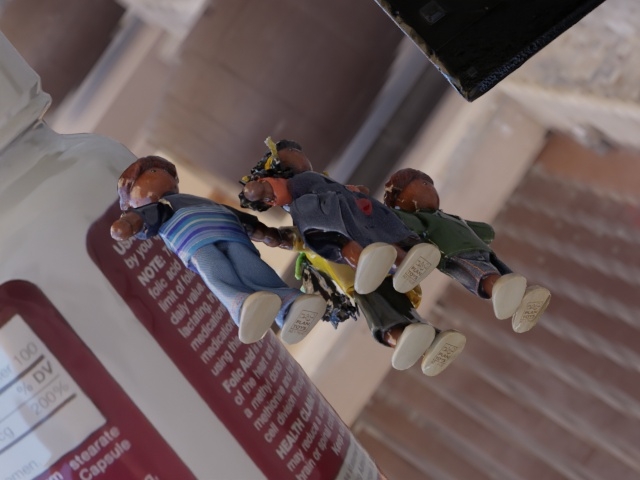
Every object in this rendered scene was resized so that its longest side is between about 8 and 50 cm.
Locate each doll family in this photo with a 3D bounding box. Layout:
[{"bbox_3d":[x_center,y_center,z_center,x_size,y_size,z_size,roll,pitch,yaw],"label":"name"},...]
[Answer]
[{"bbox_3d":[0.000,0.000,0.732,0.193,0.076,0.111,20,-158,-48],"label":"doll family"}]

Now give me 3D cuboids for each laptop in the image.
[{"bbox_3d":[0.157,-0.259,1.673,0.264,0.234,0.136,50,175,24],"label":"laptop"}]

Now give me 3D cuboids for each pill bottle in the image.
[{"bbox_3d":[-0.142,0.082,1.003,0.392,0.224,0.224,53,174,-12],"label":"pill bottle"}]
